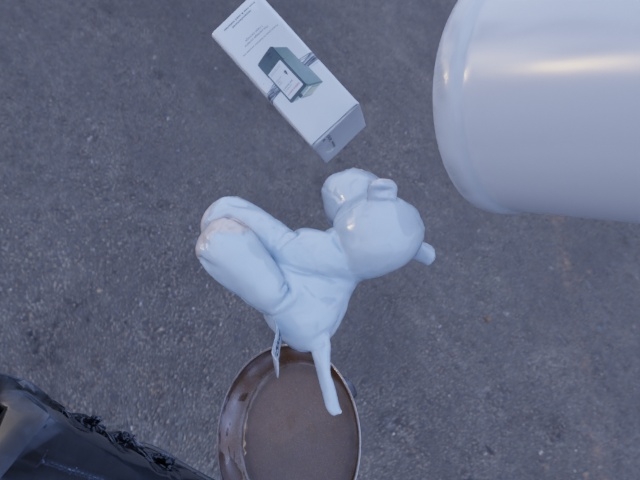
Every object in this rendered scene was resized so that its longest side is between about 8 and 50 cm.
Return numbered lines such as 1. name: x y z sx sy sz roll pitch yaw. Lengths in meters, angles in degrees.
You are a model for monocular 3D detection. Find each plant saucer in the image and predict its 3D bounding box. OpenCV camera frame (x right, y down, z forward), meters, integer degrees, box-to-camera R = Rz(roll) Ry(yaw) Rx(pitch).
1. plant saucer: -0.051 0.331 0.958 0.050 0.311 0.310 20 43 -50

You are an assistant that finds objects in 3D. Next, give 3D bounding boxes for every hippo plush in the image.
1. hippo plush: 0.000 0.000 0.730 0.234 0.237 0.294 44 10 -32

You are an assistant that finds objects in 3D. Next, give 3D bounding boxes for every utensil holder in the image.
1. utensil holder: 0.381 -0.171 0.649 0.328 0.327 0.386 -30 27 -33

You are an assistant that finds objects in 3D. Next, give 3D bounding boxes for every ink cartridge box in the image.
1. ink cartridge box: -0.050 -0.308 1.131 0.121 0.211 0.289 -42 85 6

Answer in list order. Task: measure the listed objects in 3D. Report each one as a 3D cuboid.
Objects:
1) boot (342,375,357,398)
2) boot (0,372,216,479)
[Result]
1. boot: -0.084 0.415 1.295 0.281 0.264 0.096 -31 100 -33
2. boot: -0.379 0.340 0.876 0.367 0.445 0.146 -2 58 31
